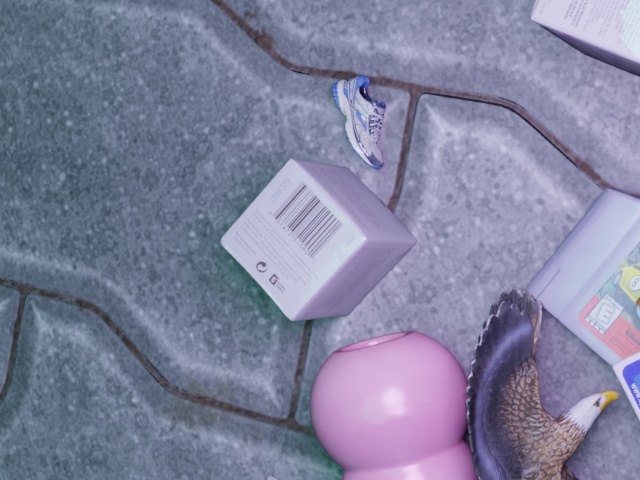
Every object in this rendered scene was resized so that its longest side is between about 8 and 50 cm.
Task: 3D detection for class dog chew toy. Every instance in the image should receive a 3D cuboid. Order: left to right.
[{"bbox_3d":[0.109,0.288,1.726,0.207,0.207,0.331,-14,91,25],"label":"dog chew toy"}]

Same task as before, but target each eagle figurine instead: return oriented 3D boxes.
[{"bbox_3d":[0.253,0.221,1.647,0.298,0.225,0.226,55,146,1],"label":"eagle figurine"}]

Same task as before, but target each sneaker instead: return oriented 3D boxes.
[{"bbox_3d":[0.062,-0.163,1.833,0.058,0.052,0.135,-24,79,19],"label":"sneaker"}]

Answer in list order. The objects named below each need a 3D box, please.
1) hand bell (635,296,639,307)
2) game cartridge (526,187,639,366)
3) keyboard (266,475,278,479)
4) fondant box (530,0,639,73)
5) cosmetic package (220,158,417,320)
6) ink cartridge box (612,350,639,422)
[{"bbox_3d":[0.461,-0.003,1.573,0.242,0.126,0.126,-43,72,9],"label":"hand bell"},{"bbox_3d":[0.418,0.079,1.655,0.294,0.060,0.196,42,102,21],"label":"game cartridge"},{"bbox_3d":[0.017,0.416,1.863,0.256,0.014,0.072,28,106,24],"label":"keyboard"},{"bbox_3d":[0.432,-0.215,1.551,0.330,0.238,0.096,28,100,23],"label":"fondant box"},{"bbox_3d":[0.000,0.000,1.784,0.151,0.184,0.151,-48,70,16],"label":"cosmetic package"},{"bbox_3d":[0.534,0.211,1.531,0.307,0.072,0.303,-30,73,20],"label":"ink cartridge box"}]
